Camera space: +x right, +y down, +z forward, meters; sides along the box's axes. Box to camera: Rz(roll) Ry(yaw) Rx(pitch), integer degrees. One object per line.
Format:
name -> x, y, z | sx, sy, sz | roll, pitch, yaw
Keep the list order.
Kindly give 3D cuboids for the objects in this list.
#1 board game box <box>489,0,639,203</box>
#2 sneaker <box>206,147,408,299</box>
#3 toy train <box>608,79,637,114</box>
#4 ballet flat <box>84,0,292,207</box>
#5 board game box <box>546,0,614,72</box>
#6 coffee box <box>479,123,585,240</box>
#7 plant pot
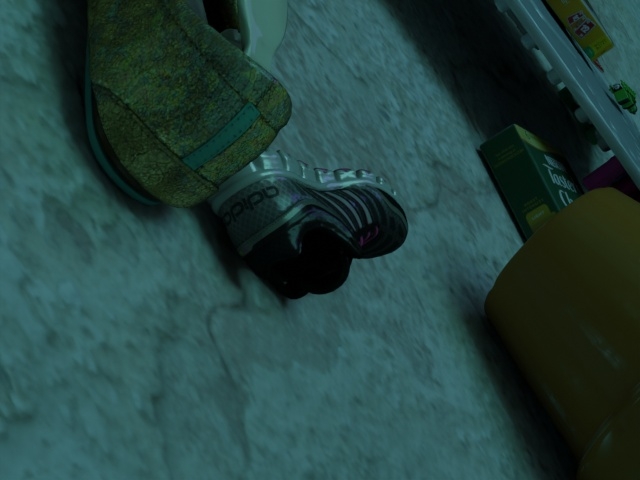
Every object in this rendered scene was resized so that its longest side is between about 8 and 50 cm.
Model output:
board game box -> 0.178, -0.210, 1.712 | 0.390, 0.050, 0.390 | 53, 13, -11
sneaker -> 0.000, 0.000, 1.047 | 0.170, 0.063, 0.075 | 15, 48, -57
toy train -> 0.301, -0.140, 1.827 | 0.023, 0.017, 0.083 | 69, 15, 12
ballet flat -> -0.081, -0.166, 1.030 | 0.123, 0.123, 0.348 | 38, 27, -41
board game box -> 0.206, -0.280, 1.802 | 0.259, 0.039, 0.124 | 49, 15, -35
coffee box -> 0.205, -0.004, 1.542 | 0.113, 0.040, 0.184 | 20, 41, -59
plant pot -> 0.222, 0.070, 1.279 | 0.188, 0.205, 0.205 | 47, 16, 20
